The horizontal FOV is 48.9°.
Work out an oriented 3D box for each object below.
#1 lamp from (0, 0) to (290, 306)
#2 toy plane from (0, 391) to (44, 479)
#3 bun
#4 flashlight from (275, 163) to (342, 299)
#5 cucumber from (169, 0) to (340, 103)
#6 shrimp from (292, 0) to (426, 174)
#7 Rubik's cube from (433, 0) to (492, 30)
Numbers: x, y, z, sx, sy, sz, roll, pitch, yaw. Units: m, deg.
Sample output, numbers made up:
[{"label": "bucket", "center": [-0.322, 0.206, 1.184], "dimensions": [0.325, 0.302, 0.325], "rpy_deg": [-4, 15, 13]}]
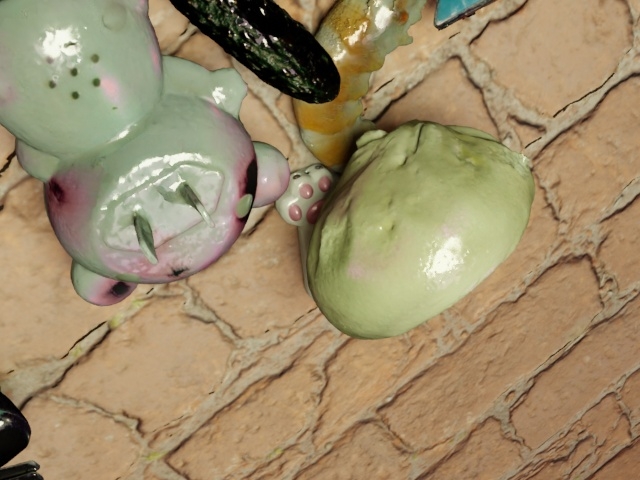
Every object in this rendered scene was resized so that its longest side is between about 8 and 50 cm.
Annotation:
[{"label": "lamp", "center": [-0.173, -0.090, 0.629], "dimensions": [0.247, 0.247, 0.301], "rpy_deg": [-34, 121, -8]}, {"label": "toy plane", "center": [-0.459, 0.230, 0.735], "dimensions": [0.381, 0.155, 0.106], "rpy_deg": [-9, 134, -1]}, {"label": "bun", "center": [0.085, -0.030, 0.768], "dimensions": [0.283, 0.283, 0.179], "rpy_deg": [-43, 98, 3]}, {"label": "flashlight", "center": [0.000, 0.000, 0.893], "dimensions": [0.093, 0.047, 0.200], "rpy_deg": [-23, 127, -19]}, {"label": "cucumber", "center": [-0.089, -0.221, 0.646], "dimensions": [0.081, 0.072, 0.303], "rpy_deg": [-29, 131, 22]}, {"label": "shrimp", "center": [0.060, -0.158, 0.813], "dimensions": [0.185, 0.068, 0.287], "rpy_deg": [-30, 130, -5]}, {"label": "Rubik's cube", "center": [0.200, -0.358, 0.766], "dimensions": [0.211, 0.190, 0.178], "rpy_deg": [-22, 98, 24]}]
